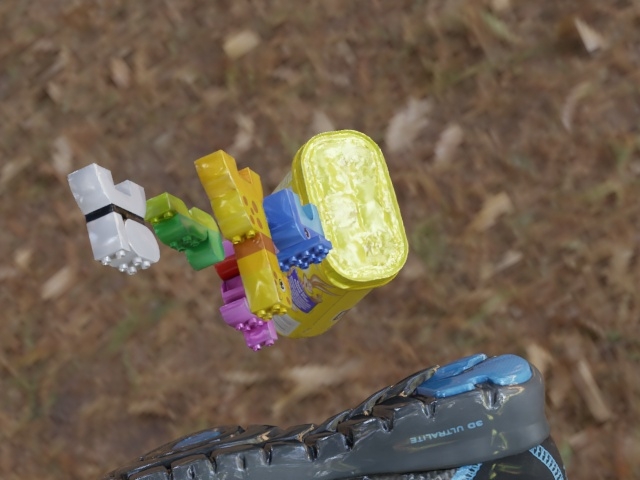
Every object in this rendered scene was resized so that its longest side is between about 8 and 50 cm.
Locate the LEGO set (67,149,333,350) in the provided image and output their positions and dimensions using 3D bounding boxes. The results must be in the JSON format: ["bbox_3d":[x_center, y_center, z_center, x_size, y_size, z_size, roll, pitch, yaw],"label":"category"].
[{"bbox_3d":[-0.050,0.015,1.064,0.087,0.227,0.093,-23,68,18],"label":"LEGO set"}]

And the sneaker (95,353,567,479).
[{"bbox_3d":[-0.017,0.176,1.062,0.340,0.140,0.125,-15,6,19],"label":"sneaker"}]

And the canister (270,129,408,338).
[{"bbox_3d":[0.000,0.000,1.429,0.073,0.170,0.126,-9,74,-22],"label":"canister"}]
